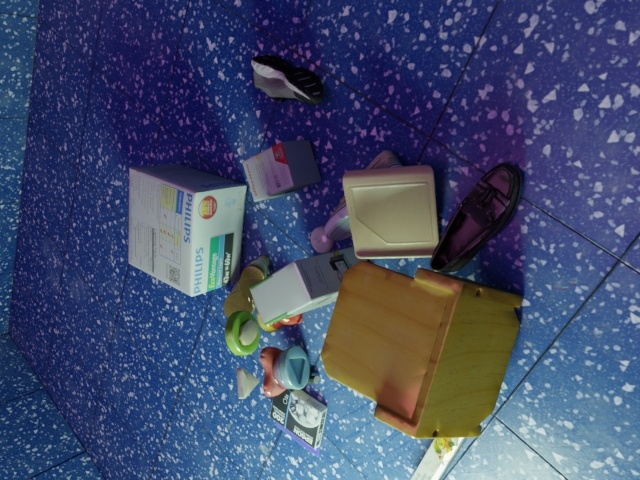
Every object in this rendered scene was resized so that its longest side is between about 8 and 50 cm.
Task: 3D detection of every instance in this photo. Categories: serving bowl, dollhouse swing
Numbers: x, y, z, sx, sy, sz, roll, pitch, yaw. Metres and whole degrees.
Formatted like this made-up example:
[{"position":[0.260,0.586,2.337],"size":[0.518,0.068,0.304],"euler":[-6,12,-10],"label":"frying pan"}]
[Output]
[{"position":[0.000,0.000,1.591],"size":[0.083,0.027,0.084],"euler":[11,107,39],"label":"serving bowl"},{"position":[0.231,0.239,1.292],"size":[0.304,0.314,0.347],"euler":[19,94,55],"label":"dollhouse swing"}]

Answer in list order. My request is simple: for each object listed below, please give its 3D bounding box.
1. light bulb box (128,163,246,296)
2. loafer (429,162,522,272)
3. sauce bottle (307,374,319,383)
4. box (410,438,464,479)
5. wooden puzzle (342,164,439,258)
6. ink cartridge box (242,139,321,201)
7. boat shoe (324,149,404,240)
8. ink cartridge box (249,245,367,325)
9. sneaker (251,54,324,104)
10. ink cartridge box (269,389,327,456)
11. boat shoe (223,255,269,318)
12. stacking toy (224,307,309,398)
[{"position":[-0.459,-0.050,1.836],"size":[0.360,0.225,0.358],"euler":[20,112,35],"label":"light bulb box"},{"position":[0.351,-0.038,1.238],"size":[0.109,0.095,0.303],"euler":[43,124,24],"label":"loafer"},{"position":[-0.060,0.443,1.741],"size":[0.128,0.042,0.042],"euler":[-9,94,40],"label":"sauce bottle"},{"position":[0.319,0.572,1.436],"size":[0.063,0.067,0.324],"euler":[36,122,29],"label":"box"},{"position":[0.178,-0.069,1.344],"size":[0.220,0.044,0.239],"euler":[-2,117,16],"label":"wooden puzzle"},{"position":[-0.114,-0.201,1.571],"size":[0.176,0.127,0.128],"euler":[-16,91,41],"label":"ink cartridge box"},{"position":[0.115,-0.112,1.434],"size":[0.302,0.109,0.094],"euler":[-42,51,33],"label":"boat shoe"},{"position":[-0.017,0.118,1.470],"size":[0.201,0.278,0.117],"euler":[-31,77,40],"label":"ink cartridge box"},{"position":[-0.092,-0.437,1.529],"size":[0.271,0.100,0.108],"euler":[36,135,33],"label":"sneaker"},{"position":[-0.079,0.593,1.792],"size":[0.206,0.045,0.209],"euler":[24,116,34],"label":"ink cartridge box"},{"position":[-0.239,0.169,1.809],"size":[0.104,0.089,0.285],"euler":[34,127,-1],"label":"boat shoe"},{"position":[-0.136,0.317,1.621],"size":[0.130,0.279,0.309],"euler":[-14,86,30],"label":"stacking toy"}]
